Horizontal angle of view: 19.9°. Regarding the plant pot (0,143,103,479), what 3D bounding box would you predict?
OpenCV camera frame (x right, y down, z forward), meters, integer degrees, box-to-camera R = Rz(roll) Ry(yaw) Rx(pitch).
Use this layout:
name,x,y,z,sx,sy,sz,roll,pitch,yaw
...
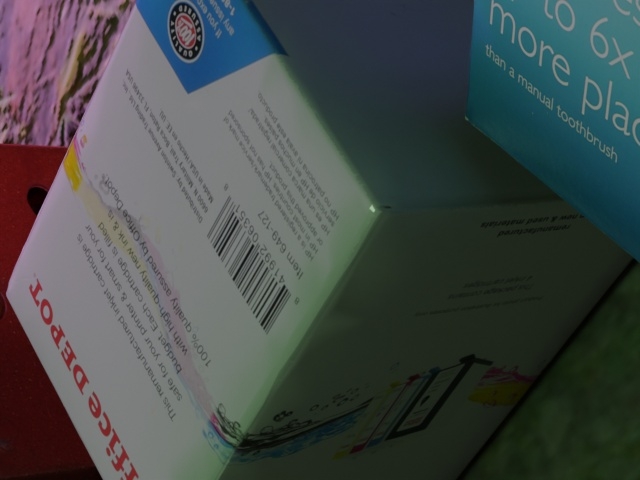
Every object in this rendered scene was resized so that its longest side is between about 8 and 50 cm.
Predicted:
name,x,y,z,sx,sy,sz,roll,pitch,yaw
plant pot,-0.209,0.076,1.012,0.236,0.267,0.267,-29,72,35

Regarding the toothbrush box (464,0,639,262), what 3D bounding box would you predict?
name,x,y,z,sx,sy,sz,roll,pitch,yaw
toothbrush box,0.161,-0.118,0.533,0.216,0.126,0.295,45,146,38

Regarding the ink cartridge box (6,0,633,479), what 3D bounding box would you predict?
name,x,y,z,sx,sy,sz,roll,pitch,yaw
ink cartridge box,0.000,0.000,0.785,0.171,0.168,0.232,58,135,29
